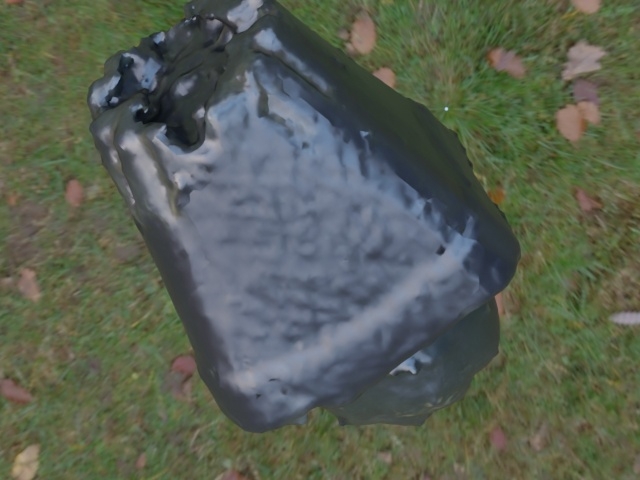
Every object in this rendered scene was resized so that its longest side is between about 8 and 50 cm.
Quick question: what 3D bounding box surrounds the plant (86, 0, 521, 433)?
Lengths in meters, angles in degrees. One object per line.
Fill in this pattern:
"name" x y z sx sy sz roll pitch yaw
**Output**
"plant" 0.000 0.000 0.575 0.164 0.142 0.256 -35 131 9
